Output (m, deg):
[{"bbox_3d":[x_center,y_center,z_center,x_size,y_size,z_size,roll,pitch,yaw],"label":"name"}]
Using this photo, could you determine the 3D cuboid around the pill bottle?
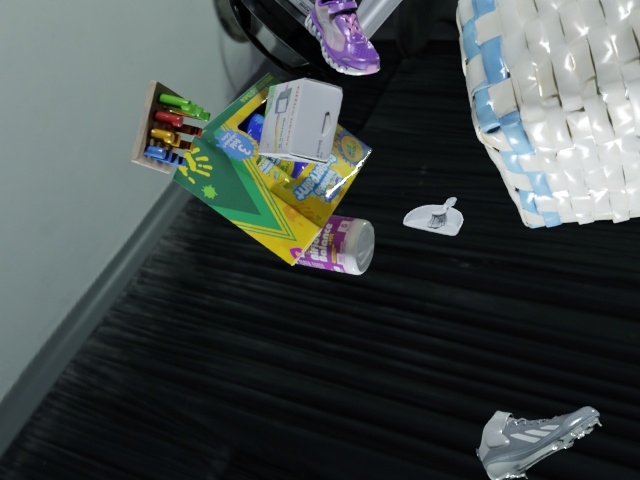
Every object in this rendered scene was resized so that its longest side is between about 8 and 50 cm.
[{"bbox_3d":[0.000,0.000,2.035,0.169,0.301,0.169,-33,128,-58],"label":"pill bottle"}]

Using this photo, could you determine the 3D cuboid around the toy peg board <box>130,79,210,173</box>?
[{"bbox_3d":[-0.292,-0.217,1.330,0.161,0.079,0.161,12,92,-79],"label":"toy peg board"}]

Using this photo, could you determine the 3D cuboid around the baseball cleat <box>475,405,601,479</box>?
[{"bbox_3d":[0.339,0.305,1.067,0.206,0.109,0.072,-40,144,15],"label":"baseball cleat"}]

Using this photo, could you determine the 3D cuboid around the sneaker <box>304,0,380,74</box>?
[{"bbox_3d":[0.045,-0.414,1.287,0.095,0.236,0.105,-11,141,-26],"label":"sneaker"}]

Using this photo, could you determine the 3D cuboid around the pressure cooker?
[{"bbox_3d":[-0.006,-0.621,1.646,0.420,0.370,0.375,-46,148,20],"label":"pressure cooker"}]

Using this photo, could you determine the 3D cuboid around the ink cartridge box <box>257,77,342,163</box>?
[{"bbox_3d":[-0.046,-0.243,1.369,0.093,0.212,0.154,9,95,-25],"label":"ink cartridge box"}]

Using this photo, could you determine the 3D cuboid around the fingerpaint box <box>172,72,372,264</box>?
[{"bbox_3d":[-0.104,-0.206,1.735,0.163,0.371,0.445,-51,-177,38],"label":"fingerpaint box"}]

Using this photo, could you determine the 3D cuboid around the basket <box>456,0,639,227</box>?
[{"bbox_3d":[0.259,-0.134,0.484,0.255,0.288,0.201,44,41,-54],"label":"basket"}]

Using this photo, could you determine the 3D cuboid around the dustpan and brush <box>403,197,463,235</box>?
[{"bbox_3d":[0.327,-0.074,1.780,0.211,0.147,0.060,-23,123,-60],"label":"dustpan and brush"}]
